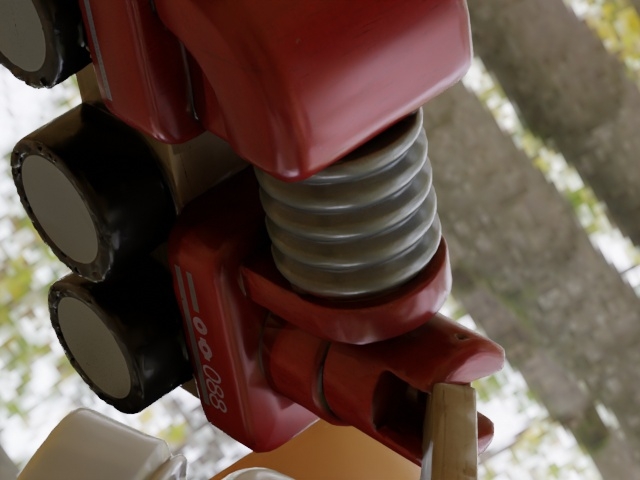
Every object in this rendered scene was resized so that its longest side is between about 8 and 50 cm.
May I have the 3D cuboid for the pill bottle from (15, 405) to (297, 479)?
[{"bbox_3d":[0.000,0.186,0.767,0.160,0.283,0.160,-61,175,-10],"label":"pill bottle"}]

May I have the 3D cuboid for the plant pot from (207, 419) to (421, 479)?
[{"bbox_3d":[-0.028,0.231,1.023,0.291,0.203,0.291,-34,173,-5],"label":"plant pot"}]

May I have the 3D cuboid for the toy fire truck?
[{"bbox_3d":[0.000,0.000,0.630,0.158,0.217,0.246,-33,-138,-30],"label":"toy fire truck"}]
